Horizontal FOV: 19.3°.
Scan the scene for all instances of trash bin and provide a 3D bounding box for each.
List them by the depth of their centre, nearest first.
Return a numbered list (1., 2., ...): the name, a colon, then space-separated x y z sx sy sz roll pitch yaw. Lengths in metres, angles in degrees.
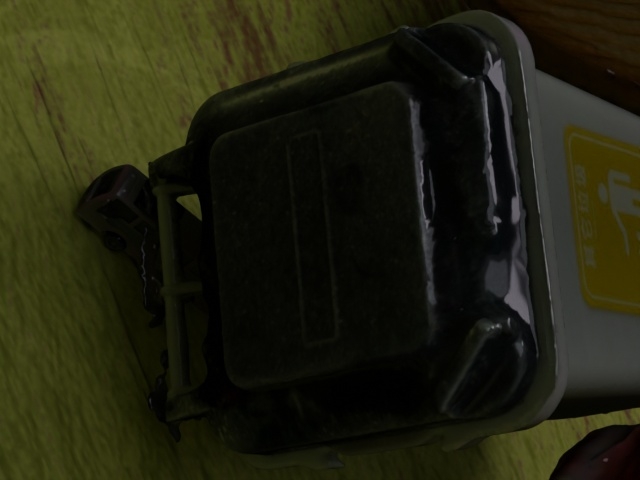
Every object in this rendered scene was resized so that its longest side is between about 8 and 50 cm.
1. trash bin: 0.096 0.021 1.227 0.367 0.296 0.256 7 72 -49

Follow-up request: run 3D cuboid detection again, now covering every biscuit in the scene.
1. biscuit: 0.253 -0.163 1.417 0.318 0.040 0.318 12 31 -7

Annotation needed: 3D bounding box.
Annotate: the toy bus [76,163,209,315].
1. toy bus: -0.099 0.002 1.258 0.130 0.052 0.037 40 49 -18

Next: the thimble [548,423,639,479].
1. thimble: 0.247 0.301 1.207 0.350 0.350 0.230 50 48 -8

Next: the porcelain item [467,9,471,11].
1. porcelain item: 0.159 -0.121 1.496 0.147 0.114 0.147 21 50 -27
